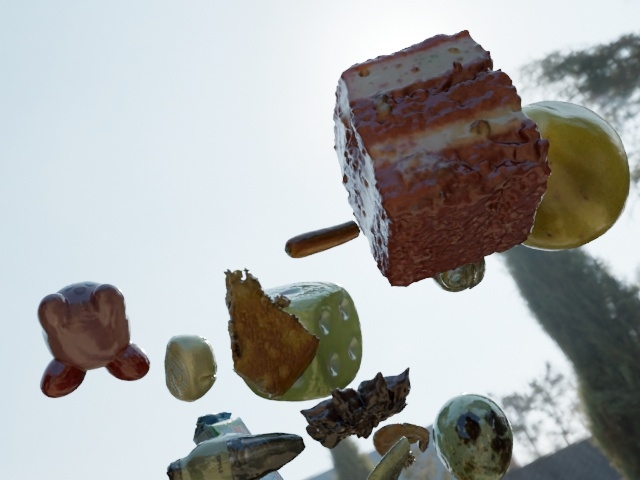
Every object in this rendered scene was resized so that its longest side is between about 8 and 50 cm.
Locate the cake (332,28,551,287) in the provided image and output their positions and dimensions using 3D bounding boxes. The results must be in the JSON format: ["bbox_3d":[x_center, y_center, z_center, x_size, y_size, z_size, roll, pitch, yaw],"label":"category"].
[{"bbox_3d":[0.174,-0.137,1.389,0.269,0.319,0.270,-19,-27,-8],"label":"cake"}]

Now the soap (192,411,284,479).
[{"bbox_3d":[-0.199,0.551,2.127,0.077,0.293,0.156,-49,-25,19],"label":"soap"}]

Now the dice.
[{"bbox_3d":[-0.055,0.243,2.123,0.254,0.249,0.252,-3,10,31],"label":"dice"}]

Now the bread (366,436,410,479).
[{"bbox_3d":[0.125,0.485,1.722,0.112,0.036,0.193,-31,-33,-37],"label":"bread"}]

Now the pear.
[{"bbox_3d":[0.543,-0.156,2.032,0.362,0.362,0.418,-41,-42,24],"label":"pear"}]

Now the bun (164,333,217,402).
[{"bbox_3d":[-0.317,0.310,2.105,0.111,0.164,0.188,-15,-51,-37],"label":"bun"}]

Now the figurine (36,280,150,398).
[{"bbox_3d":[-0.586,0.225,2.152,0.270,0.261,0.211,-13,14,-14],"label":"figurine"}]

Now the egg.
[{"bbox_3d":[0.324,0.424,1.812,0.169,0.231,0.169,-1,-56,-1],"label":"egg"}]

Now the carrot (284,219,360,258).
[{"bbox_3d":[0.000,0.000,2.332,0.225,0.067,0.067,-17,-28,-25],"label":"carrot"}]

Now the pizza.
[{"bbox_3d":[-0.116,0.176,1.646,0.189,0.071,0.297,-57,-46,-24],"label":"pizza"}]

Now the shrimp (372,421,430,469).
[{"bbox_3d":[0.205,0.489,2.056,0.133,0.053,0.236,-30,-43,4],"label":"shrimp"}]

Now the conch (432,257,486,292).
[{"bbox_3d":[0.298,0.052,1.859,0.173,0.116,0.106,-19,-25,-38],"label":"conch"}]

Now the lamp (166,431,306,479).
[{"bbox_3d":[-0.150,0.391,1.538,0.250,0.101,0.101,-14,-28,-2],"label":"lamp"}]

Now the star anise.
[{"bbox_3d":[0.082,0.346,1.736,0.236,0.109,0.223,-37,-18,35],"label":"star anise"}]
